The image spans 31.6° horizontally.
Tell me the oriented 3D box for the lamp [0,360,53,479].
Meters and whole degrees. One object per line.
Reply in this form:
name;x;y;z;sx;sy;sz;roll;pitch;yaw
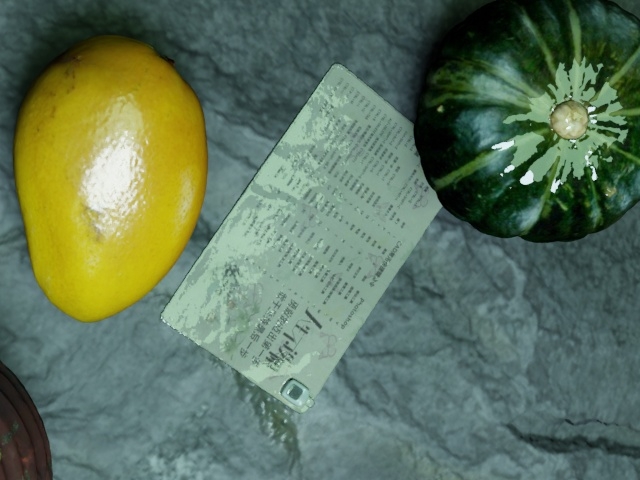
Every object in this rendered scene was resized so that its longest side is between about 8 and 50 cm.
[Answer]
lamp;-0.299;0.165;0.751;0.247;0.247;0.247;-2;97;-21

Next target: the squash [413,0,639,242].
squash;0.181;-0.101;0.931;0.218;0.172;0.218;-4;103;-16

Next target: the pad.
pad;0.000;0.000;0.962;0.159;0.009;0.265;36;82;-20

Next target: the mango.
mango;-0.159;-0.042;0.848;0.145;0.112;0.219;4;106;-22
